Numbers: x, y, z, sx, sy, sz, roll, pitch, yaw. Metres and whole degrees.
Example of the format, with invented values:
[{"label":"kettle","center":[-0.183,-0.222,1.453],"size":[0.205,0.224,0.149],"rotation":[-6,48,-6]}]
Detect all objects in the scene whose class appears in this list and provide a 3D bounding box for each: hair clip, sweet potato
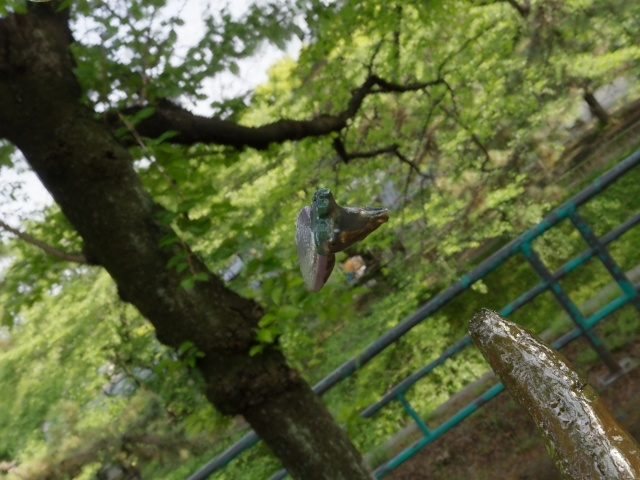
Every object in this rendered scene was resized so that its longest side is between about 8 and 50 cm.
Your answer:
[{"label":"hair clip","center":[0.000,0.002,0.953],"size":[0.095,0.110,0.359],"rotation":[-38,2,-15]},{"label":"sweet potato","center":[0.203,0.158,0.538],"size":[0.075,0.273,0.075],"rotation":[-17,-38,-14]}]
